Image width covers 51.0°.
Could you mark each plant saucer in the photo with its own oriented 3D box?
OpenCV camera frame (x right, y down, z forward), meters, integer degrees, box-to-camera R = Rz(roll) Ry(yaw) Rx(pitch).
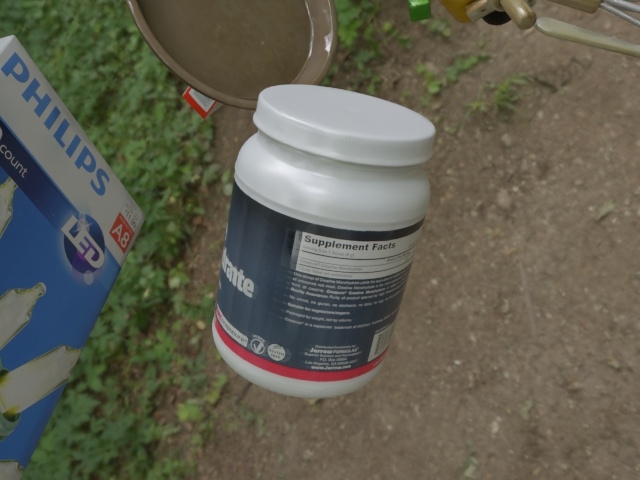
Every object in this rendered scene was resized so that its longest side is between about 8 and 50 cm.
[{"bbox_3d":[-0.102,-0.279,0.788,0.041,0.277,0.278,-22,44,54],"label":"plant saucer"}]

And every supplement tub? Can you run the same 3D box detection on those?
[{"bbox_3d":[0.000,0.000,0.674,0.191,0.191,0.272,-106,25,-63],"label":"supplement tub"}]

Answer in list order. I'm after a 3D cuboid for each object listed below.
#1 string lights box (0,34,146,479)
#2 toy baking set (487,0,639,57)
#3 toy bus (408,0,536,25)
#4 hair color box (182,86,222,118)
[{"bbox_3d":[-0.183,0.041,0.295,0.076,0.133,0.260,-6,46,21],"label":"string lights box"},{"bbox_3d":[0.229,-0.228,0.599,0.030,0.196,0.256,100,163,-46],"label":"toy baking set"},{"bbox_3d":[0.176,-0.301,0.761,0.191,0.202,0.105,96,175,-61],"label":"toy bus"},{"bbox_3d":[-0.127,-0.267,1.033,0.167,0.053,0.093,-47,7,-36],"label":"hair color box"}]
